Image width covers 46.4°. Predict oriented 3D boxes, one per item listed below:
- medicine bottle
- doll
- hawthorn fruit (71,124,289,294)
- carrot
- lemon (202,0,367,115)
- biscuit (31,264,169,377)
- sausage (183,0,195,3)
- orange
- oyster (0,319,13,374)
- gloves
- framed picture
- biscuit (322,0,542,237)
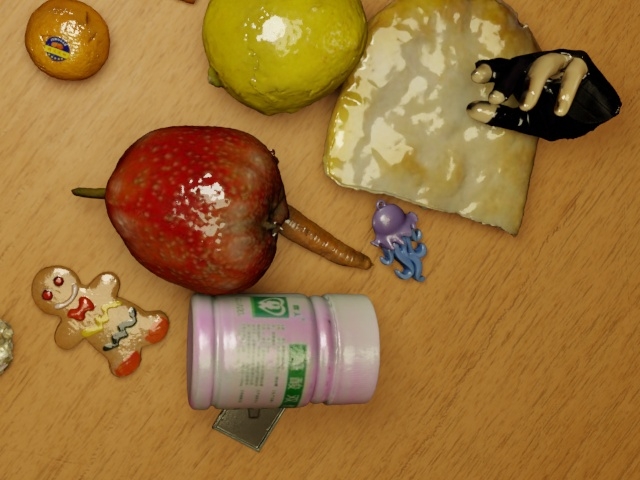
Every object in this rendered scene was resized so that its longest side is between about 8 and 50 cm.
[{"bbox_3d":[-0.074,0.198,1.352,0.325,0.212,0.212,2,98,-14],"label":"medicine bottle"},{"bbox_3d":[0.154,0.005,1.456,0.110,0.067,0.206,-38,117,-20],"label":"doll"},{"bbox_3d":[-0.235,-0.056,1.254,0.369,0.285,0.284,7,97,-4],"label":"hawthorn fruit"},{"bbox_3d":[0.000,0.000,1.422,0.248,0.059,0.059,31,91,-19],"label":"carrot"},{"bbox_3d":[-0.057,-0.347,1.255,0.284,0.260,0.260,-9,100,-10],"label":"lemon"},{"bbox_3d":[-0.410,0.137,1.352,0.250,0.036,0.165,39,87,-16],"label":"biscuit"},{"bbox_3d":[-0.274,-0.450,1.294,0.131,0.039,0.041,18,101,-14],"label":"sausage"},{"bbox_3d":[-0.415,-0.334,1.238,0.136,0.117,0.135,4,120,7],"label":"orange"},{"bbox_3d":[-0.613,0.177,1.290,0.163,0.081,0.191,-23,100,-5],"label":"oyster"},{"bbox_3d":[0.377,-0.257,1.317,0.301,0.197,0.152,-4,69,-40],"label":"gloves"},{"bbox_3d":[-0.127,0.328,1.462,0.109,0.011,0.149,33,90,-16],"label":"framed picture"},{"bbox_3d":[0.227,-0.251,1.412,0.429,0.104,0.446,8,99,-16],"label":"biscuit"}]
